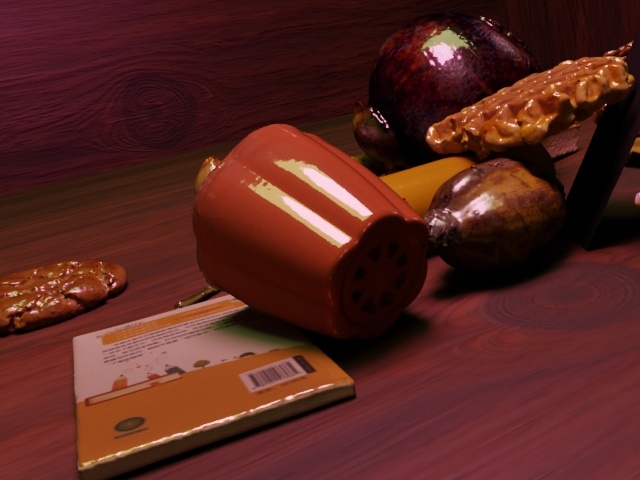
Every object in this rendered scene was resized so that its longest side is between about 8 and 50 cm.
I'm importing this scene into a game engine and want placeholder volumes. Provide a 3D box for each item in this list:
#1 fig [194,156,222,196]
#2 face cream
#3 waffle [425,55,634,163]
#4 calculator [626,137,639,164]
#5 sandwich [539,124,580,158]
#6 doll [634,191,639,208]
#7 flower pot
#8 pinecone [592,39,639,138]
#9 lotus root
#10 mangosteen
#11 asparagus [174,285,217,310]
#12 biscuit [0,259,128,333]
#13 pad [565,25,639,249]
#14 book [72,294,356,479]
[{"bbox_3d":[-0.150,-0.080,1.188,0.136,0.120,0.153,-10,-10,22],"label":"fig"},{"bbox_3d":[0.142,-0.047,0.866,0.349,0.104,0.105,-18,16,-27],"label":"face cream"},{"bbox_3d":[0.240,-0.154,0.811,0.249,0.056,0.253,-21,14,23],"label":"waffle"},{"bbox_3d":[0.562,-0.151,1.101,0.157,0.033,0.236,-13,13,-3],"label":"calculator"},{"bbox_3d":[0.415,-0.181,1.267,0.163,0.058,0.193,-12,12,-6],"label":"sandwich"},{"bbox_3d":[0.445,-0.033,0.602,0.317,0.103,0.145,-6,31,-14],"label":"doll"},{"bbox_3d":[0.000,0.000,0.642,0.191,0.190,0.173,-21,33,-34],"label":"flower pot"},{"bbox_3d":[0.606,-0.280,1.279,0.169,0.185,0.212,33,24,34],"label":"pinecone"},{"bbox_3d":[0.182,-0.023,0.727,0.210,0.120,0.120,-18,16,-31],"label":"lotus root"},{"bbox_3d":[0.209,-0.208,1.100,0.330,0.330,0.330,-10,15,3],"label":"mangosteen"},{"bbox_3d":[-0.136,0.061,0.831,0.015,0.014,0.114,-27,4,36],"label":"asparagus"},{"bbox_3d":[-0.378,0.070,0.923,0.226,0.042,0.226,-9,14,2],"label":"biscuit"},{"bbox_3d":[0.341,-0.129,0.774,0.009,0.265,0.159,18,19,2],"label":"pad"},{"bbox_3d":[-0.118,0.110,0.622,0.208,0.020,0.295,-15,15,-17],"label":"book"}]
